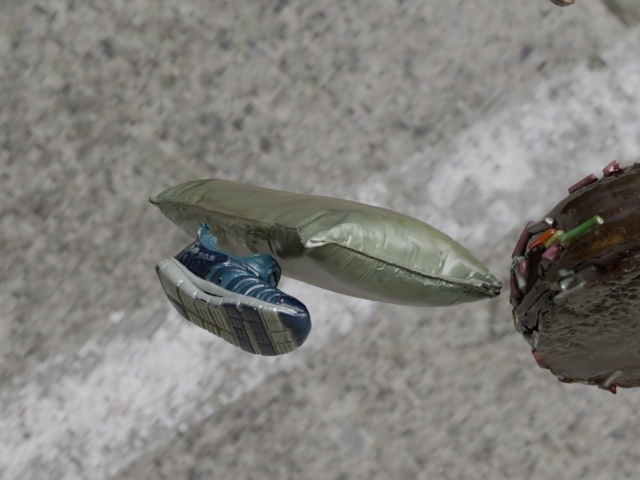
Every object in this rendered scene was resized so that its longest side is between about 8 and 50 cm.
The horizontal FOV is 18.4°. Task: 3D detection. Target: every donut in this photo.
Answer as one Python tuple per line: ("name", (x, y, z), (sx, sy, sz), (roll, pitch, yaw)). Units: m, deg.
("donut", (0.267, 0.020, 1.457), (0.270, 0.270, 0.103), (7, 59, -27))

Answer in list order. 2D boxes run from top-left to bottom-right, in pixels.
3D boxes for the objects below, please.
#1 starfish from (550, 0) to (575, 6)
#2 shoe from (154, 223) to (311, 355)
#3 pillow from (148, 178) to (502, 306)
("starfish", (0.221, -0.290, 1.576), (0.057, 0.213, 0.238), (23, 41, 19))
("shoe", (-0.059, 0.038, 1.506), (0.143, 0.064, 0.071), (24, 62, 36))
("pillow", (0.000, 0.000, 1.593), (0.185, 0.302, 0.074), (15, 90, -29))
